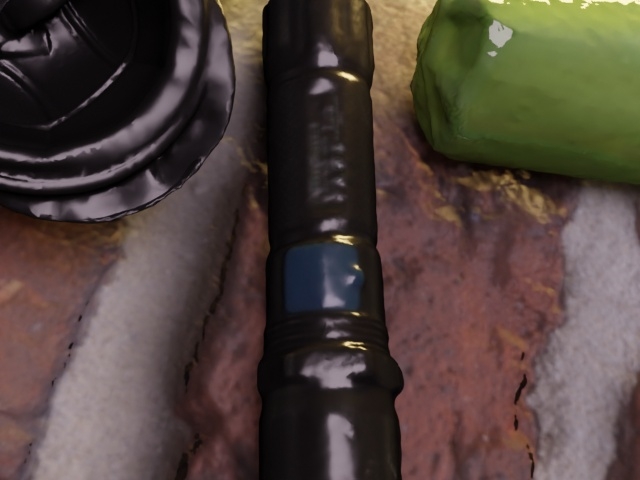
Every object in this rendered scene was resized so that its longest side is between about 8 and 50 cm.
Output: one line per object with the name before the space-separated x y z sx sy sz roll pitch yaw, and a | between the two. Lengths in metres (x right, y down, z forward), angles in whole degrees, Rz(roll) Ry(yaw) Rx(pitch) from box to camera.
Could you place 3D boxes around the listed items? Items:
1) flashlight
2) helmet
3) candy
flashlight | 0.000 0.000 0.771 0.103 0.103 0.424 4 67 -16
helmet | -0.193 -0.143 0.721 0.230 0.160 0.279 -46 103 -9
candy | 0.242 -0.123 0.864 0.343 0.132 0.142 4 53 -16
